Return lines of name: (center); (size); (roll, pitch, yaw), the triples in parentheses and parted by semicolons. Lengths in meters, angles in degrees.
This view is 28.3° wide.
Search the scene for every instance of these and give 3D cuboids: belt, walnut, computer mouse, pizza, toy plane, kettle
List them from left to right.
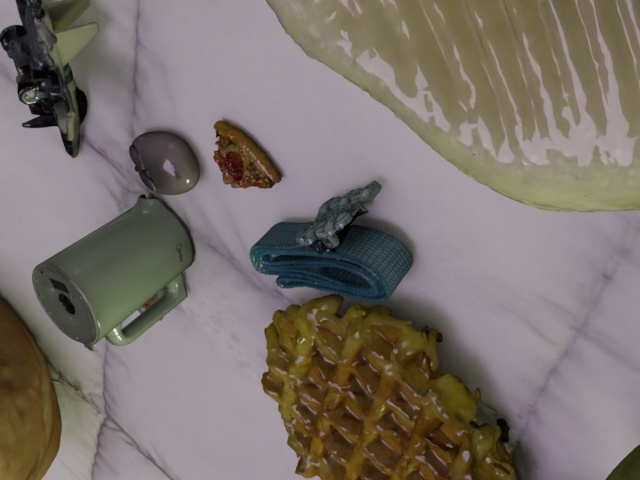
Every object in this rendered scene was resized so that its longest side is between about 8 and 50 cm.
walnut: (-0.539, 0.235, 1.739); (0.384, 0.383, 0.383); (30, 141, 28)
toy plane: (-0.273, -0.154, 1.270); (0.262, 0.088, 0.192); (109, 143, -55)
kettle: (-0.204, 0.040, 1.319); (0.098, 0.148, 0.126); (-23, 102, 53)
computer mouse: (-0.159, -0.074, 1.255); (0.096, 0.039, 0.066); (6, 126, 47)
pizza: (-0.076, -0.065, 1.180); (0.083, 0.025, 0.078); (41, 143, 12)
belt: (-0.003, 0.003, 1.131); (0.179, 0.065, 0.100); (1, 132, 48)

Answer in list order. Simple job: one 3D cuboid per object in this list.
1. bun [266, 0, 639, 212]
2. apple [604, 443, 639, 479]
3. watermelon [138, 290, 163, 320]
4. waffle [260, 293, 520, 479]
bun: (0.141, -0.194, 0.623); (0.352, 0.227, 0.349); (-27, 93, 33)
apple: (0.268, 0.197, 0.899); (0.120, 0.193, 0.265); (60, 149, 4)
watermelon: (-0.212, 0.061, 1.422); (0.085, 0.061, 0.085); (34, 138, 37)
waffle: (0.066, 0.190, 1.223); (0.302, 0.068, 0.325); (0, 123, 49)
